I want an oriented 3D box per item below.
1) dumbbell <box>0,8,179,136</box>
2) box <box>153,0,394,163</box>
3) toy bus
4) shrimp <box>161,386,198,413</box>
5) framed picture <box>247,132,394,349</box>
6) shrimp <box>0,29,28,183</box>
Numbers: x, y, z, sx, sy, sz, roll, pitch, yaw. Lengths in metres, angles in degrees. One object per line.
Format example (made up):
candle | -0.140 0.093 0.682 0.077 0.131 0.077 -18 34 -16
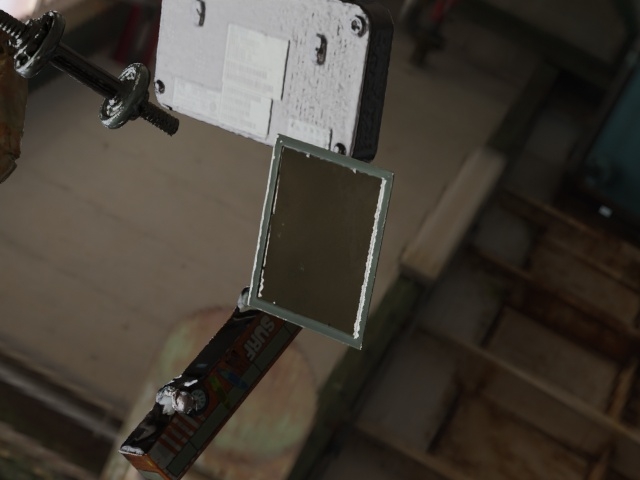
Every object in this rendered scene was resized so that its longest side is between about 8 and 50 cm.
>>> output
dumbbell | -0.256 -0.184 1.718 0.254 0.081 0.081 32 -158 -29
box | -0.067 -0.231 2.007 0.350 0.211 0.058 21 -156 36
toy bus | -0.143 0.189 2.386 0.409 0.093 0.092 -50 -65 -28
shrimp | -0.175 0.205 2.035 0.038 0.029 0.092 22 180 -25
framed picture | 0.000 0.000 1.558 0.142 0.183 0.011 20 -161 30
shrimp | -0.488 -0.195 2.279 0.154 0.062 0.294 7 -118 5
